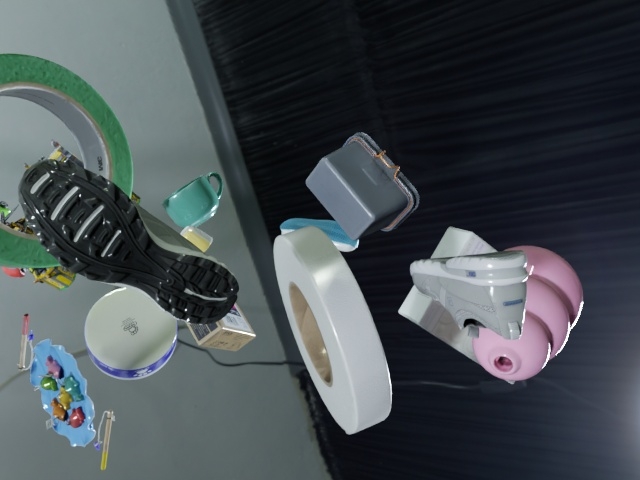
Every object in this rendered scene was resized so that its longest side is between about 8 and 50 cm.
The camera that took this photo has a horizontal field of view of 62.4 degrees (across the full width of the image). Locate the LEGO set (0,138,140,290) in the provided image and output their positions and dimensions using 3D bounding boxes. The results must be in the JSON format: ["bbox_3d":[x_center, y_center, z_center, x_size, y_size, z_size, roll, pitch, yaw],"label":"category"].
[{"bbox_3d":[-0.599,-0.072,1.196,0.331,0.255,0.192,-46,137,-2],"label":"LEGO set"}]

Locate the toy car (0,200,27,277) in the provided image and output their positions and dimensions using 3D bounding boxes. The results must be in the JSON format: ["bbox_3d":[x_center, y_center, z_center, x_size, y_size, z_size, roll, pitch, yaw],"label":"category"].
[{"bbox_3d":[-0.811,-0.042,1.362,0.225,0.239,0.053,43,13,-5],"label":"toy car"}]

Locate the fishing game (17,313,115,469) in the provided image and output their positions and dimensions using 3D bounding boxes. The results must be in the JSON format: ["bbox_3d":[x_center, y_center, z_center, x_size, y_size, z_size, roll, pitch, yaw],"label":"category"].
[{"bbox_3d":[-0.425,0.251,0.850,0.041,0.264,0.189,-22,143,-50],"label":"fishing game"}]

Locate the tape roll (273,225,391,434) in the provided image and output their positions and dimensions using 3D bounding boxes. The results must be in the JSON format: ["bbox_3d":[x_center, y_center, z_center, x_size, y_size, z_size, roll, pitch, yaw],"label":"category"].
[{"bbox_3d":[0.011,0.165,0.998,0.071,0.392,0.392,-18,101,-15],"label":"tape roll"}]

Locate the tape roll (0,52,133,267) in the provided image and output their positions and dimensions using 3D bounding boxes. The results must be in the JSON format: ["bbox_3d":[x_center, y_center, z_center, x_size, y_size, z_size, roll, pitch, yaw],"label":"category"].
[{"bbox_3d":[-0.451,-0.118,0.823,0.321,0.077,0.322,6,83,-54],"label":"tape roll"}]

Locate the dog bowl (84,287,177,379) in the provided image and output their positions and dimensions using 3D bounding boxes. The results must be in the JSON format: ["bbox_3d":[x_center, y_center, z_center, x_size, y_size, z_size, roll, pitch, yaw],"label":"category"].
[{"bbox_3d":[-0.567,0.276,1.591,0.264,0.104,0.265,8,60,-14],"label":"dog bowl"}]

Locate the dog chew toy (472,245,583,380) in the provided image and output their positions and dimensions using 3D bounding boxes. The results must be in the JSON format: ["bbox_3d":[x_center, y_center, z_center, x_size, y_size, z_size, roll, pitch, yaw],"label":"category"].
[{"bbox_3d":[0.384,0.144,1.013,0.332,0.206,0.207,-39,116,-53],"label":"dog chew toy"}]

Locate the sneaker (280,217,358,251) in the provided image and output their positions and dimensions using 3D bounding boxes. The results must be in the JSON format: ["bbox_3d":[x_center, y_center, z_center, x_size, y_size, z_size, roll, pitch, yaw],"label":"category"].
[{"bbox_3d":[0.000,0.000,1.466,0.087,0.228,0.092,-50,141,-47],"label":"sneaker"}]

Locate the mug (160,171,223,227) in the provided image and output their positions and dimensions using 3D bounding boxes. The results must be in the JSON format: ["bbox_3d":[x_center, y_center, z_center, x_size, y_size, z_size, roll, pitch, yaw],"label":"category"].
[{"bbox_3d":[-0.314,-0.099,1.349,0.097,0.157,0.129,57,4,-15],"label":"mug"}]

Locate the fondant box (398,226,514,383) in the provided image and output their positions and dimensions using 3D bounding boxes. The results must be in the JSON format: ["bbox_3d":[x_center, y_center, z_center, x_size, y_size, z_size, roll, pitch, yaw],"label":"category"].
[{"bbox_3d":[0.379,0.155,1.244,0.330,0.096,0.238,33,86,-23],"label":"fondant box"}]

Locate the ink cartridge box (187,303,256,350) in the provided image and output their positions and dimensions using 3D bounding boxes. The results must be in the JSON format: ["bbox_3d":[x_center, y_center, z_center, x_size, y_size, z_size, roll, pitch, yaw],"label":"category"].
[{"bbox_3d":[-0.306,0.211,1.521,0.193,0.088,0.234,56,5,21],"label":"ink cartridge box"}]

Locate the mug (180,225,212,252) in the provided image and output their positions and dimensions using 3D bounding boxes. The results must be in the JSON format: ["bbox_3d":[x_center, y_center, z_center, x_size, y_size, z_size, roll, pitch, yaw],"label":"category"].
[{"bbox_3d":[-0.305,-0.001,1.279,0.062,0.078,0.064,-46,116,-1],"label":"mug"}]

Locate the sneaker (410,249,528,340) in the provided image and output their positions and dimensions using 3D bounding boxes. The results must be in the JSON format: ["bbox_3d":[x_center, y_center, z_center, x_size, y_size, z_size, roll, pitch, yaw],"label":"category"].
[{"bbox_3d":[0.195,0.079,0.743,0.281,0.105,0.115,133,-48,-85],"label":"sneaker"}]

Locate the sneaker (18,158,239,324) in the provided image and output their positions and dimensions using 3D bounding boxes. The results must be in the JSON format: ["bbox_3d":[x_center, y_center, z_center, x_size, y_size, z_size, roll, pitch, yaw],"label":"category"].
[{"bbox_3d":[-0.223,0.007,0.620,0.271,0.108,0.100,41,83,-32],"label":"sneaker"}]

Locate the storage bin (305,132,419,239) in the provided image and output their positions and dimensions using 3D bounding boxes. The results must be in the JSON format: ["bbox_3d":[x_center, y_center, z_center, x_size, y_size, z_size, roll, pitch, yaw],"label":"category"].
[{"bbox_3d":[0.053,-0.070,0.704,0.135,0.098,0.091,50,44,9],"label":"storage bin"}]
